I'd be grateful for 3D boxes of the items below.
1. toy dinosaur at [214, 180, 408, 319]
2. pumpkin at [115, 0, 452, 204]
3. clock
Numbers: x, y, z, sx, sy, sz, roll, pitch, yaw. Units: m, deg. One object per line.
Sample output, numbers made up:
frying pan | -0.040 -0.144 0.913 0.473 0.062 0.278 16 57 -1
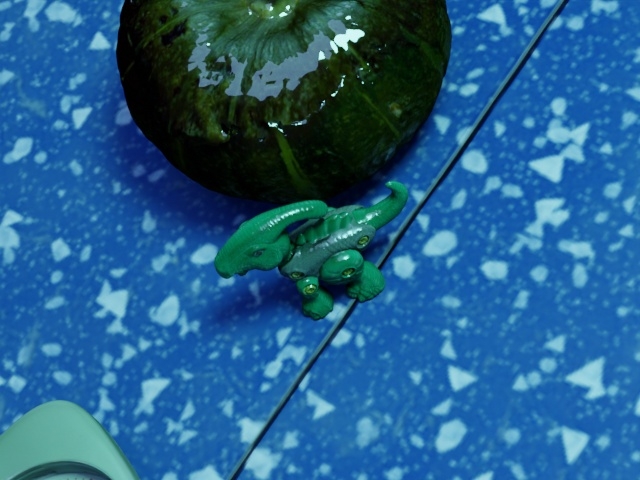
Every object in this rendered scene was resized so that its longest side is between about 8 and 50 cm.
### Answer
toy dinosaur | 0.000 0.000 1.267 0.132 0.096 0.059 -29 56 9
pumpkin | -0.029 -0.139 1.320 0.238 0.159 0.238 -10 55 14
clock | -0.162 0.206 1.239 0.151 0.062 0.191 -44 55 -6
